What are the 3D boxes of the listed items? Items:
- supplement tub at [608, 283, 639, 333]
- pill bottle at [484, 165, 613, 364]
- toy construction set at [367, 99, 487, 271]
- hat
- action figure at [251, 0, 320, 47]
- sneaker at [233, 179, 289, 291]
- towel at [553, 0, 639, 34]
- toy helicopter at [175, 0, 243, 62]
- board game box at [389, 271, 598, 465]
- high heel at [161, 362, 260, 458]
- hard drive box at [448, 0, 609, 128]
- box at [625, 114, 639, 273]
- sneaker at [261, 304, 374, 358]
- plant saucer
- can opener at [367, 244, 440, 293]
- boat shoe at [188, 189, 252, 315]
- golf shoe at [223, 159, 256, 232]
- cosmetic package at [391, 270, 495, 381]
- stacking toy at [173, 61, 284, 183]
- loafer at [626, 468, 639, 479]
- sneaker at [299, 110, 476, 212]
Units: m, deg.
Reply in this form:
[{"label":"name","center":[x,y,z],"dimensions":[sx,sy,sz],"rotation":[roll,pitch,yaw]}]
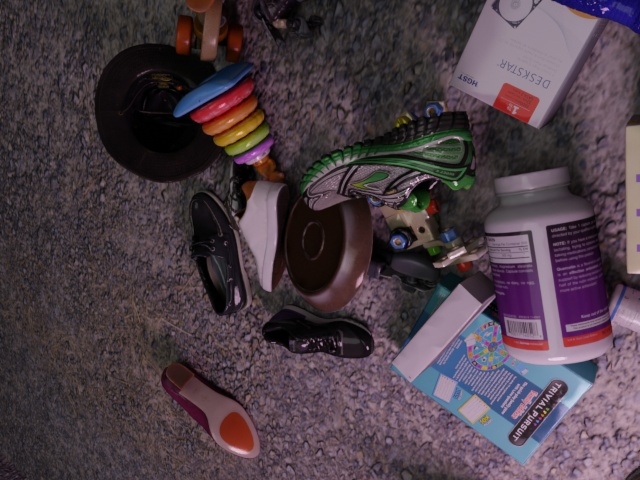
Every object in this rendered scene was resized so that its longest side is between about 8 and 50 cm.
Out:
[{"label":"supplement tub","center":[0.560,0.126,1.006],"dimensions":[0.107,0.071,0.070],"rotation":[23,119,24]},{"label":"pill bottle","center":[0.390,0.040,1.003],"dimensions":[0.182,0.182,0.322],"rotation":[-7,94,35]},{"label":"toy construction set","center":[0.204,-0.088,1.124],"dimensions":[0.215,0.151,0.327],"rotation":[-24,83,37]},{"label":"hat","center":[-0.383,-0.297,1.399],"dimensions":[0.331,0.332,0.134],"rotation":[65,165,-3]},{"label":"action figure","center":[-0.043,-0.509,1.154],"dimensions":[0.285,0.099,0.185],"rotation":[-22,102,41]},{"label":"sneaker","center":[-0.142,-0.015,1.379],"dimensions":[0.123,0.106,0.289],"rotation":[14,120,17]},{"label":"towel","center":[0.452,-0.408,0.804],"dimensions":[0.308,0.076,0.227],"rotation":[32,82,19]},{"label":"toy helicopter","center":[-0.218,-0.553,1.188],"dimensions":[0.140,0.235,0.354],"rotation":[6,95,-11]},{"label":"board game box","center":[0.344,0.263,1.195],"dimensions":[0.336,0.079,0.253],"rotation":[34,122,18]},{"label":"high heel","center":[-0.331,0.513,1.748],"dimensions":[0.377,0.127,0.181],"rotation":[48,155,4]},{"label":"hard drive box","center":[0.353,-0.333,0.958],"dimensions":[0.181,0.089,0.232],"rotation":[33,123,20]},{"label":"box","center":[0.592,-0.075,0.881],"dimensions":[0.214,0.117,0.242],"rotation":[1,109,33]},{"label":"sneaker","center":[-0.013,0.247,1.396],"dimensions":[0.284,0.124,0.107],"rotation":[9,113,31]},{"label":"plant saucer","center":[0.000,0.000,1.247],"dimensions":[0.311,0.050,0.310],"rotation":[-10,78,55]},{"label":"can opener","center":[0.129,0.030,1.248],"dimensions":[0.284,0.076,0.095],"rotation":[24,128,26]},{"label":"boat shoe","center":[-0.285,0.040,1.504],"dimensions":[0.127,0.113,0.339],"rotation":[-4,105,35]},{"label":"golf shoe","center":[-0.208,-0.111,1.422],"dimensions":[0.094,0.077,0.198],"rotation":[6,106,38]},{"label":"cosmetic package","center":[0.240,0.168,1.115],"dimensions":[0.060,0.099,0.239],"rotation":[44,125,18]},{"label":"stacking toy","center":[-0.170,-0.237,1.315],"dimensions":[0.175,0.165,0.301],"rotation":[-22,114,27]},{"label":"loafer","center":[0.641,0.467,1.071],"dimensions":[0.094,0.087,0.251],"rotation":[32,122,20]},{"label":"sneaker","center":[0.106,-0.107,1.014],"dimensions":[0.344,0.134,0.146],"rotation":[-16,88,37]}]
